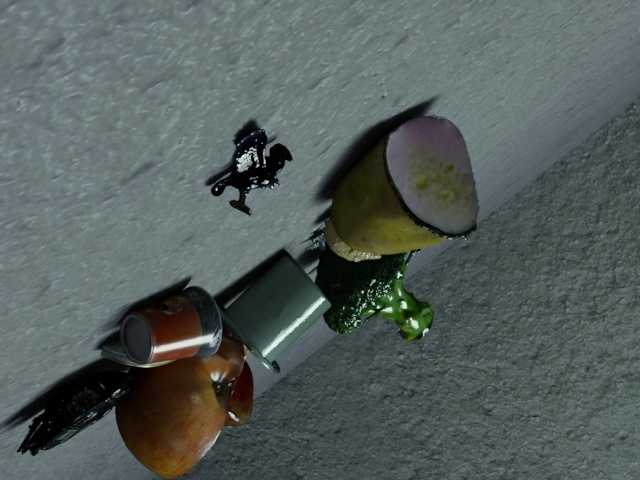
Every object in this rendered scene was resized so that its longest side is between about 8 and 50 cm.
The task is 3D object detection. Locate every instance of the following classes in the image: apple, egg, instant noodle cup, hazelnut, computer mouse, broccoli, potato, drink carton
[{"bbox_3d":[-0.288,0.285,1.683,0.251,0.163,0.293,-38,-149,36],"label":"apple"},{"bbox_3d":[0.076,-0.019,1.726,0.140,0.118,0.116,-12,-166,-9],"label":"egg"},{"bbox_3d":[-0.251,0.147,1.460,0.136,0.127,0.127,-12,155,-46],"label":"instant noodle cup"},{"bbox_3d":[-0.249,0.372,2.162,0.208,0.208,0.208,-35,169,-8],"label":"hazelnut"},{"bbox_3d":[-0.442,0.299,1.578,0.242,0.077,0.146,-35,169,-7],"label":"computer mouse"},{"bbox_3d":[0.125,0.090,1.971,0.297,0.297,0.297,-44,-156,25],"label":"broccoli"},{"bbox_3d":[-0.294,0.184,1.551,0.199,0.102,0.045,-20,117,-57],"label":"computer mouse"},{"bbox_3d":[0.127,-0.070,1.541,0.229,0.229,0.266,-28,-178,-37],"label":"potato"},{"bbox_3d":[-0.087,0.143,1.769,0.189,0.185,0.191,-39,167,-3],"label":"drink carton"}]

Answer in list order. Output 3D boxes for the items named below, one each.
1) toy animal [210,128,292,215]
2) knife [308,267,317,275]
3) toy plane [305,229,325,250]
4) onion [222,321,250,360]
[{"bbox_3d":[-0.087,-0.087,1.142,0.108,0.062,0.220,-54,170,-7],"label":"toy animal"},{"bbox_3d":[0.089,0.005,2.154,0.298,0.017,0.047,-36,175,-2],"label":"knife"},{"bbox_3d":[0.000,0.000,1.816,0.078,0.031,0.083,-34,169,-10],"label":"toy plane"},{"bbox_3d":[-0.219,0.222,1.934,0.150,0.140,0.150,10,90,-87],"label":"onion"}]
